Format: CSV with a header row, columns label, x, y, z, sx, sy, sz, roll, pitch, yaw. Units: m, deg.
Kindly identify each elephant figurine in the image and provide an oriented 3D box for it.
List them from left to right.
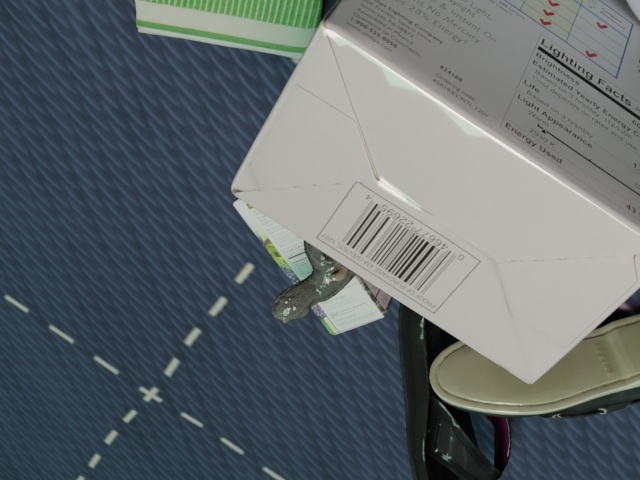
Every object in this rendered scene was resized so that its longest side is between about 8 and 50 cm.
label,x,y,z,sx,sy,sz,roll,pitch,yaw
elephant figurine,0.052,-0.027,1.281,0.239,0.186,0.169,-6,147,-6

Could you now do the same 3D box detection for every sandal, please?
label,x,y,z,sx,sy,sz,roll,pitch,yaw
sandal,0.192,0.242,1.453,0.107,0.167,0.446,8,128,29

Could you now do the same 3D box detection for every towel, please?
label,x,y,z,sx,sy,sz,roll,pitch,yaw
towel,-0.108,-0.370,1.210,0.247,0.038,0.325,13,128,13

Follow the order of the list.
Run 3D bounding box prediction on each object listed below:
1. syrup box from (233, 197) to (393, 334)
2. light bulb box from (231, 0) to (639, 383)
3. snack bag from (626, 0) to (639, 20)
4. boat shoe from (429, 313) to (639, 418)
label,x,y,z,sx,sy,sz,roll,pitch,yaw
syrup box,0.000,0.000,1.406,0.096,0.093,0.237,-23,114,36
light bulb box,0.162,-0.124,1.060,0.358,0.361,0.225,33,133,-3
snack bag,0.245,-0.324,0.924,0.037,0.323,0.342,-42,96,-4
boat shoe,0.308,0.171,1.348,0.340,0.127,0.113,-13,145,-2
